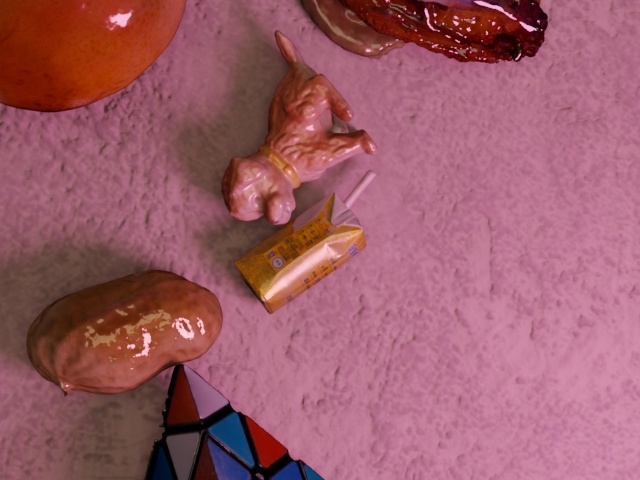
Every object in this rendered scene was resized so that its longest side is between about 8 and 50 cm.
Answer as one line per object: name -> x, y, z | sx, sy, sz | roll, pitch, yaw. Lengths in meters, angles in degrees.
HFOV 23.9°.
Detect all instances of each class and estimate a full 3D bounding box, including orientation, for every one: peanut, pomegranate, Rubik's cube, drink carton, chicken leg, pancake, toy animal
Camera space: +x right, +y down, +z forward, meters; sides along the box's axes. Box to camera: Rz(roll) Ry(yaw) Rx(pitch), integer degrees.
peanut -> -0.222, 0.105, 1.723 | 0.224, 0.129, 0.129 | -21, 91, -4
pomegranate -> -0.291, -0.298, 1.652 | 0.319, 0.319, 0.319 | 0, 88, -6
Rubik's cube -> -0.128, 0.333, 1.752 | 0.234, 0.250, 0.284 | -38, 59, 23
drink carton -> 0.000, 0.000, 1.774 | 0.200, 0.084, 0.074 | -35, 70, -5
chicken leg -> 0.082, -0.328, 1.746 | 0.407, 0.096, 0.158 | 36, 88, -3
pancake -> 0.088, -0.327, 1.812 | 0.236, 0.042, 0.222 | 4, 91, -5
toy animal -> -0.059, -0.122, 1.763 | 0.185, 0.104, 0.184 | -38, 94, -1
